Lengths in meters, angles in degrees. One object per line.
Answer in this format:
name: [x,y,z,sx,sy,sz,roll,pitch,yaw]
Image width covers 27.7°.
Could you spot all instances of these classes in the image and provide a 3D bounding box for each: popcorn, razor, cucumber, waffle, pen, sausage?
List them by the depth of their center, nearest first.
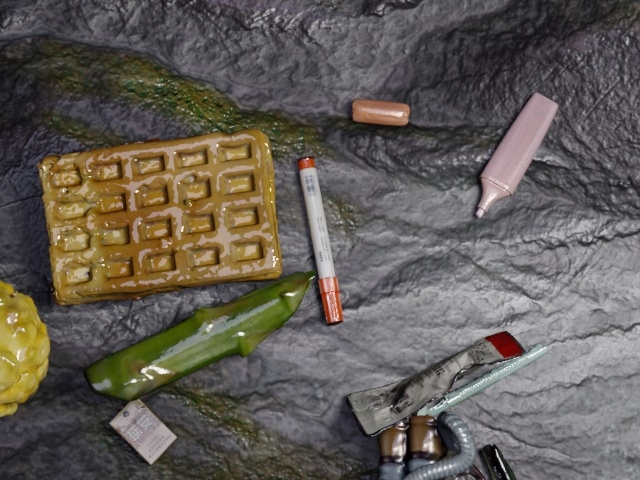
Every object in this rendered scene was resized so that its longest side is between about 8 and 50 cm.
popcorn: [-0.490,0.139,1.730,0.250,0.190,0.250,13,44,-13]
cucumber: [0.254,0.337,1.747,0.034,0.033,0.135,-9,78,-37]
razor: [0.214,0.193,1.763,0.211,0.084,0.036,-21,97,-11]
waffle: [-0.221,-0.031,1.799,0.327,0.098,0.224,-7,79,1]
pen: [0.000,0.000,1.816,0.028,0.028,0.239,-11,80,1]
pen: [0.269,-0.115,1.822,0.053,0.032,0.197,31,81,6]
sausage: [0.085,-0.181,1.839,0.083,0.034,0.034,5,81,3]

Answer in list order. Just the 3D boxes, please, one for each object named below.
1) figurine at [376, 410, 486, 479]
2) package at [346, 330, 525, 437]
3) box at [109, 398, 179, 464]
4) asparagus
figurine: [0.128,0.426,1.661,0.186,0.261,0.382,17,66,-31]
package: [0.150,0.182,1.718,0.239,0.154,0.030,-28,101,-1]
box: [-0.242,0.261,1.787,0.083,0.024,0.053,42,85,7]
asparagus: [-0.154,0.132,1.775,0.343,0.082,0.085,-25,122,-9]
